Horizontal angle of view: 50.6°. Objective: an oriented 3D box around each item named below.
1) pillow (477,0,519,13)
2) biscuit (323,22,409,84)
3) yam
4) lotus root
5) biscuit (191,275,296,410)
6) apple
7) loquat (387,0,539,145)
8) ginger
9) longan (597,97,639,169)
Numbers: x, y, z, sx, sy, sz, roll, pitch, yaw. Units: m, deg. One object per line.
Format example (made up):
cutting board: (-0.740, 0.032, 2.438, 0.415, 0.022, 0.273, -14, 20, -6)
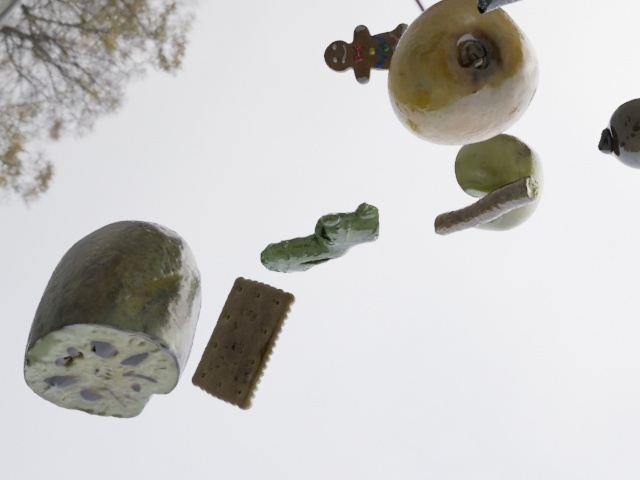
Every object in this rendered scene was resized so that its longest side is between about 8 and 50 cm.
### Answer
pillow: (0.228, -0.385, 0.786, 0.141, 0.209, 0.055, -17, -166, -4)
biscuit: (0.105, -0.425, 1.543, 0.204, 0.031, 0.138, 0, -92, 15)
yam: (0.445, -0.088, 1.854, 0.356, 0.081, 0.081, -24, -144, 53)
lotus root: (-0.319, 0.100, 1.108, 0.250, 0.250, 0.346, -32, -154, 16)
biscuit: (-0.206, 0.261, 1.774, 0.217, 0.044, 0.325, 16, -103, 33)
apple: (0.551, -0.177, 2.032, 0.233, 0.295, 0.258, 11, -132, 36)
loquat: (0.254, -0.306, 1.240, 0.274, 0.275, 0.275, -26, -142, 23)
ginger: (0.004, -0.003, 1.532, 0.289, 0.137, 0.089, -25, -111, 12)
longan: (0.800, -0.265, 1.701, 0.204, 0.185, 0.159, -18, -164, 42)
